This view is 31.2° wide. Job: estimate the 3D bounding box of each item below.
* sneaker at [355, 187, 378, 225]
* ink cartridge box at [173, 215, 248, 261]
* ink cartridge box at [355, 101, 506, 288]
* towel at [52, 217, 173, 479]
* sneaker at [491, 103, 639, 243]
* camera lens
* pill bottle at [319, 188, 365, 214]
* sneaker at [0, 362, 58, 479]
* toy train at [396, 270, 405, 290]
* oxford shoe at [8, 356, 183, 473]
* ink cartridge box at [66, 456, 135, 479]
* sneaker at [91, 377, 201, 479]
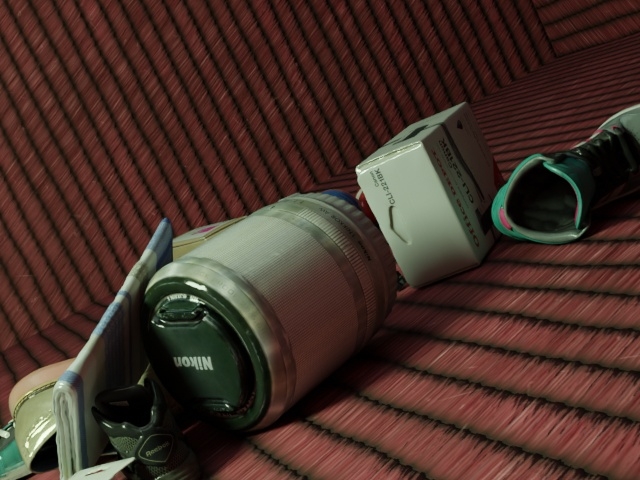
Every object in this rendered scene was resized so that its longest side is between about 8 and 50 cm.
[{"bbox_3d":[0.165,-0.102,2.353,0.128,0.087,0.221,-22,10,37],"label":"sneaker"},{"bbox_3d":[-0.150,0.070,1.847,0.088,0.193,0.235,-30,9,-25],"label":"ink cartridge box"},{"bbox_3d":[0.179,-0.073,1.701,0.114,0.197,0.273,-22,9,27],"label":"ink cartridge box"},{"bbox_3d":[-0.243,0.133,1.371,0.209,0.034,0.285,100,-169,-46],"label":"towel"},{"bbox_3d":[0.351,-0.088,1.499,0.295,0.124,0.178,-32,1,15],"label":"sneaker"},{"bbox_3d":[-0.062,0.083,1.381,0.219,0.219,0.274,-18,11,45],"label":"camera lens"},{"bbox_3d":[0.009,-0.016,2.153,0.124,0.124,0.221,-24,9,17],"label":"pill bottle"},{"bbox_3d":[-0.399,0.253,1.712,0.302,0.121,0.108,-30,8,-24],"label":"sneaker"},{"bbox_3d":[0.051,0.081,1.699,0.158,0.036,0.027,-24,8,19],"label":"toy train"},{"bbox_3d":[-0.215,0.210,1.535,0.397,0.140,0.146,-22,39,-3],"label":"oxford shoe"},{"bbox_3d":[-0.264,0.301,1.181,0.104,0.061,0.181,-20,10,36],"label":"ink cartridge box"},{"bbox_3d":[-0.206,0.216,1.324,0.087,0.130,0.227,-26,6,-13],"label":"sneaker"}]
